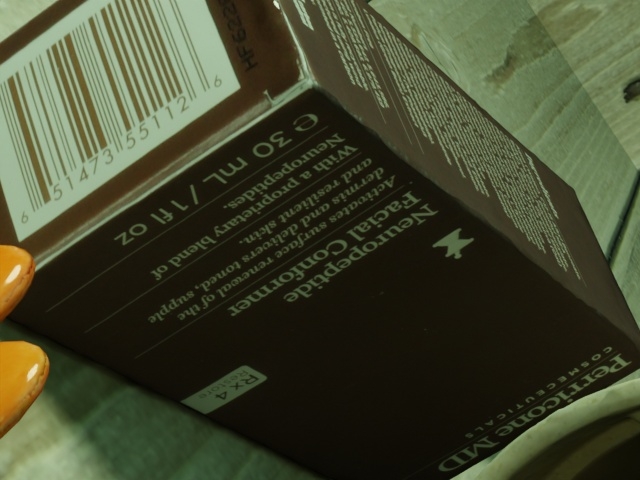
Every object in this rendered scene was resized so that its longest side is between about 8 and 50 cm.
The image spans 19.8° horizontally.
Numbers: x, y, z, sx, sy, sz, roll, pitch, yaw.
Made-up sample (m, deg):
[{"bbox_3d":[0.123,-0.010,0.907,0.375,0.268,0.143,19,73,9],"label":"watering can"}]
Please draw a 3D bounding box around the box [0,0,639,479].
[{"bbox_3d":[0.000,0.000,0.955,0.381,0.191,0.143,32,30,-52],"label":"box"}]

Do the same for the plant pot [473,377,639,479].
[{"bbox_3d":[0.253,0.208,0.973,0.334,0.334,0.305,59,23,8],"label":"plant pot"}]

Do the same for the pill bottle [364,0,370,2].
[{"bbox_3d":[0.001,-0.216,1.356,0.108,0.180,0.108,50,18,-23],"label":"pill bottle"}]

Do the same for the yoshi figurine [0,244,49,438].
[{"bbox_3d":[-0.183,0.114,0.363,0.203,0.203,0.362,16,38,2],"label":"yoshi figurine"}]
